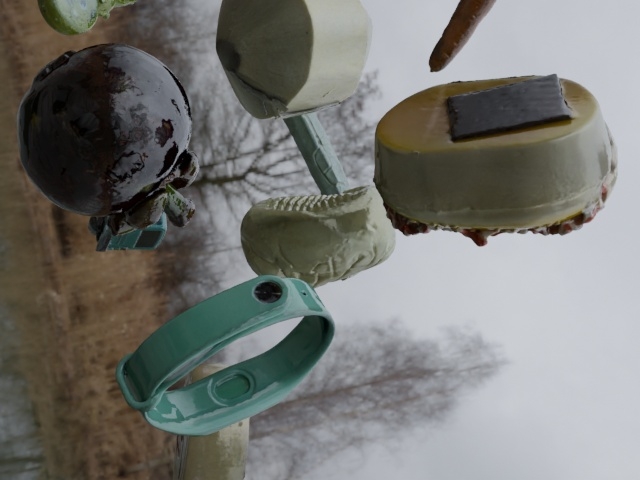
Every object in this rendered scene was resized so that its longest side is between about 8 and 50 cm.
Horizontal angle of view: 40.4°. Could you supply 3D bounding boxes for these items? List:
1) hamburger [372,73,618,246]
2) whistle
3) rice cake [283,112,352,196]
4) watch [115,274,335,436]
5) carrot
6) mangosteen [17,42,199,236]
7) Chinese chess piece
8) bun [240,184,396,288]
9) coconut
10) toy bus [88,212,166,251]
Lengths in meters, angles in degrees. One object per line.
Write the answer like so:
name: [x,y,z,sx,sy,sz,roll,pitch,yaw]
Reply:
hamburger: [0.210,-0.100,1.073,0.227,0.295,0.151,-65,144,-45]
whistle: [-0.387,-0.401,1.448,0.198,0.057,0.104,-34,112,-53]
rice cake: [-0.001,-0.180,1.942,0.066,0.063,0.336,-9,-60,39]
watch: [-0.097,0.130,0.929,0.068,0.237,0.195,57,-24,32]
carrot: [0.225,-0.346,1.321,0.210,0.061,0.061,-59,-156,13]
mangosteen: [-0.252,-0.118,1.101,0.265,0.228,0.228,52,0,-21]
Chinese chess piece: [-0.192,0.347,1.505,0.273,0.102,0.273,-174,-90,-78]
bun: [0.000,0.000,1.260,0.229,0.229,0.145,-135,-142,-72]
coconut: [-0.062,-0.388,1.695,0.323,0.323,0.323,169,-90,-80]
toy bus: [-0.375,-0.115,1.686,0.128,0.147,0.256,134,-48,-57]
